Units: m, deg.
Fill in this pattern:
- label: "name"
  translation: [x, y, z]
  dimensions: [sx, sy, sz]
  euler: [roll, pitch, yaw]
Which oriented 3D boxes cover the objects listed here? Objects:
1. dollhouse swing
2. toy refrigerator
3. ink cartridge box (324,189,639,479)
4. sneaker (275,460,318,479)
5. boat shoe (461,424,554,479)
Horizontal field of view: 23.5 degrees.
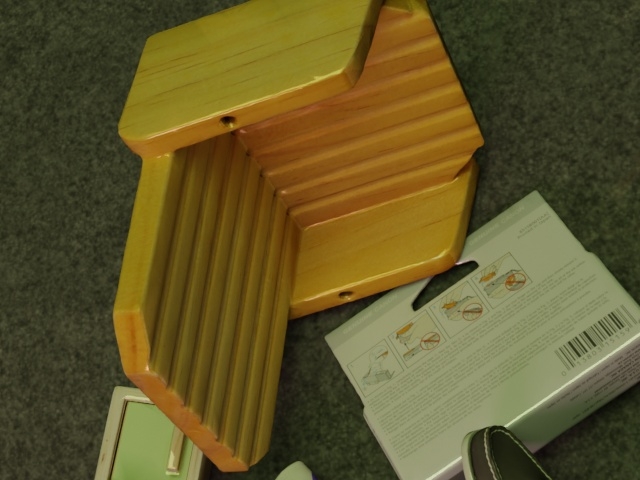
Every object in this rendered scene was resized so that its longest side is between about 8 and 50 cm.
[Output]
- label: "dollhouse swing"
  translation: [0.000, 0.000, 1.405]
  dimensions: [0.315, 0.347, 0.305]
  euler: [-17, 54, 11]
- label: "toy refrigerator"
  translation: [-0.173, 0.284, 1.492]
  dimensions: [0.102, 0.094, 0.269]
  euler: [8, 64, 4]
- label: "ink cartridge box"
  translation: [0.163, 0.105, 1.501]
  dimensions: [0.275, 0.060, 0.239]
  euler: [-35, 39, 3]
- label: "sneaker"
  translation: [0.040, 0.300, 1.420]
  dimensions: [0.323, 0.130, 0.236]
  euler: [-23, 68, 15]
- label: "boat shoe"
  translation: [0.204, 0.253, 1.335]
  dimensions: [0.068, 0.081, 0.227]
  euler: [-46, 68, 45]
